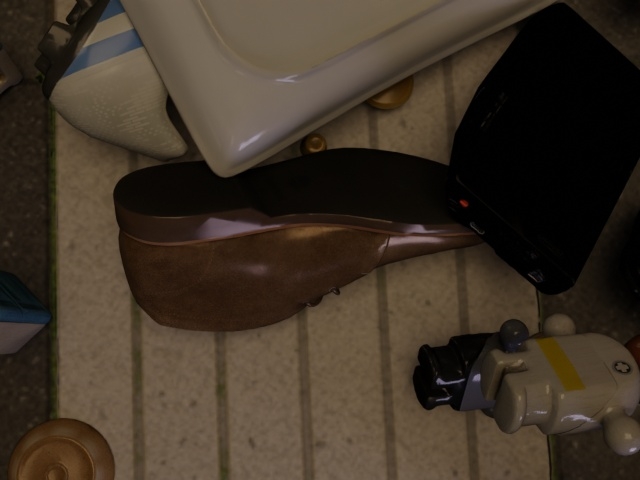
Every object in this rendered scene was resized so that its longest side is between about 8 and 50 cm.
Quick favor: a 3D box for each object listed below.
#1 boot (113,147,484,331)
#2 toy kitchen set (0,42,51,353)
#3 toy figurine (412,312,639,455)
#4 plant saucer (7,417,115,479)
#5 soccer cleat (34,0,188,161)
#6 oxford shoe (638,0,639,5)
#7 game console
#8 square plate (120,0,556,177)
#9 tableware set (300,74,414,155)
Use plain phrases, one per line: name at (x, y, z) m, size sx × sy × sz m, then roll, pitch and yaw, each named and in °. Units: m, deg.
boot at (0.000, 0.000, 0.597) m, size 0.306 × 0.112 × 0.115 m, roll -4°, pitch 122°, yaw -13°
toy kitchen set at (-0.255, -0.046, 0.562) m, size 0.166 × 0.122 × 0.207 m, roll -44°, pitch 87°, yaw -6°
toy figurine at (0.167, 0.155, 0.517) m, size 0.148 × 0.213 × 0.209 m, roll -4°, pitch 81°, yaw -12°
plant saucer at (-0.203, 0.181, 0.592) m, size 0.084 × 0.015 × 0.083 m, roll 0°, pitch 83°, yaw -3°
soccer cleat at (-0.087, -0.214, 0.609) m, size 0.143 × 0.116 × 0.331 m, roll 34°, pitch 81°, yaw -20°
oxford shoe at (0.207, -0.352, 0.621) m, size 0.133 × 0.130 × 0.363 m, roll -37°, pitch 77°, yaw 12°
game console at (0.264, -0.009, 0.595) m, size 0.361 × 0.044 × 0.213 m, roll 39°, pitch 62°, yaw -6°
square plate at (-0.003, -0.273, 0.546) m, size 0.347 × 0.049 × 0.343 m, roll -31°, pitch 101°, yaw -15°
tableware set at (0.024, -0.137, 0.638) m, size 0.104 × 0.024 × 0.154 m, roll 33°, pitch 82°, yaw -2°
